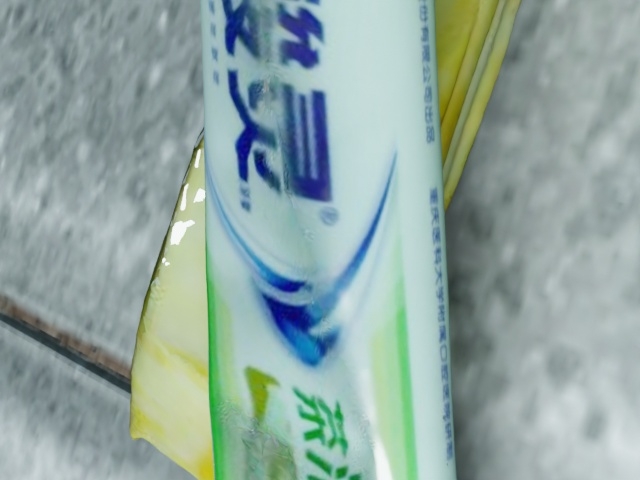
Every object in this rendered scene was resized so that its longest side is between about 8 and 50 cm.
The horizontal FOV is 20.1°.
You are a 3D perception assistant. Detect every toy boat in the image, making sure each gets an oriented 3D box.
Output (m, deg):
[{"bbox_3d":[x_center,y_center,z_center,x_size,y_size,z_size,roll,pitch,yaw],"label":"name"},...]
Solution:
[{"bbox_3d":[0.002,-0.017,0.441,0.065,0.066,0.172,29,102,9],"label":"toy boat"}]

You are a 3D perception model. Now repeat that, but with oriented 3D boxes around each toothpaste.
[{"bbox_3d":[0.000,0.000,0.386,0.075,0.048,0.297,2,98,33],"label":"toothpaste"}]
